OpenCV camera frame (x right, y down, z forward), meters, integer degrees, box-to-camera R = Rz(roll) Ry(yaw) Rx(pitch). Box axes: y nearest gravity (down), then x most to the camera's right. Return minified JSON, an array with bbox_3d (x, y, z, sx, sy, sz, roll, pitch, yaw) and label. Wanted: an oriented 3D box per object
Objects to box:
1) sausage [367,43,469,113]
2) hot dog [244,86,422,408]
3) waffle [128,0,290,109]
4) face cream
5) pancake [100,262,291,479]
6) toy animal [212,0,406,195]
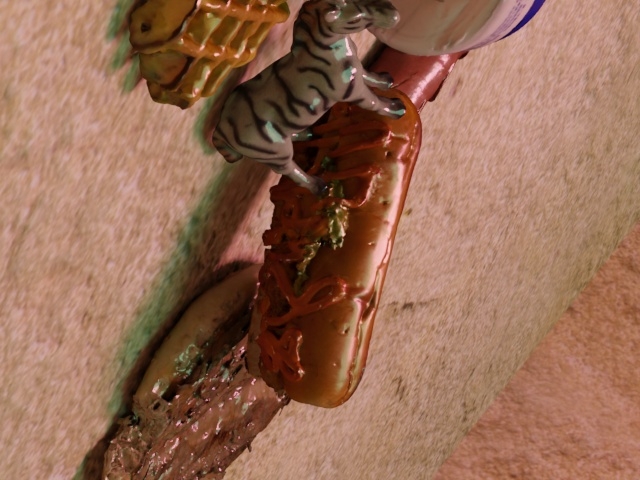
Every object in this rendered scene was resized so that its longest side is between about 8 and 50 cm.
[{"bbox_3d":[0.113,-0.207,2.139,0.433,0.088,0.088,-54,162,-14],"label":"sausage"},{"bbox_3d":[0.000,0.000,1.965,0.117,0.158,0.349,11,97,-35],"label":"hot dog"},{"bbox_3d":[-0.062,-0.249,1.623,0.283,0.065,0.309,-48,159,-31],"label":"waffle"},{"bbox_3d":[0.115,-0.279,1.814,0.111,0.206,0.206,-24,143,-54],"label":"face cream"},{"bbox_3d":[-0.125,0.179,2.156,0.382,0.071,0.382,-48,160,-24],"label":"pancake"},{"bbox_3d":[0.008,-0.150,1.822,0.170,0.090,0.255,7,134,-35],"label":"toy animal"}]
